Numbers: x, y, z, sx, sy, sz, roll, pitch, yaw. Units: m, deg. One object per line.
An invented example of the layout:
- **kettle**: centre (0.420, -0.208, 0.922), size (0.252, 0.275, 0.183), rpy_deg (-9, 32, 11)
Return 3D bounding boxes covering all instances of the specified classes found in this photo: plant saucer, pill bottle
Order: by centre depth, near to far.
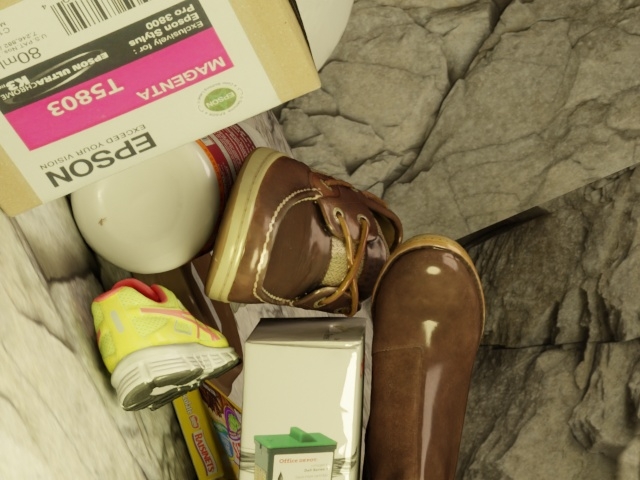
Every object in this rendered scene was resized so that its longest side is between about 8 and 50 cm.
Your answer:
- **pill bottle**: centre (-0.113, -0.046, 1.586), size (0.121, 0.121, 0.221), rpy_deg (67, 16, -2)
- **plant saucer**: centre (-0.134, 0.020, 1.780), size (0.278, 0.041, 0.278), rpy_deg (-22, 90, -86)

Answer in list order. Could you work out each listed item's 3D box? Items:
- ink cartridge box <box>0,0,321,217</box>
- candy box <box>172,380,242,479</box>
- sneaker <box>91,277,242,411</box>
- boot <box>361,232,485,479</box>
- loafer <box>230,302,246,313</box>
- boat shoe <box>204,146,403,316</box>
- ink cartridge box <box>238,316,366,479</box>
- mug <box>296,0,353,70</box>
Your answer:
- **ink cartridge box**: centre (-0.139, -0.137, 1.222), size (0.193, 0.234, 0.088), rpy_deg (60, 8, -51)
- **candy box**: centre (-0.083, 0.176, 1.659), size (0.206, 0.027, 0.105), rpy_deg (55, 16, -70)
- **sneaker**: centre (-0.119, 0.070, 1.437), size (0.094, 0.081, 0.208), rpy_deg (60, 1, 8)
- **boot**: centre (0.077, 0.144, 1.453), size (0.207, 0.090, 0.248), rpy_deg (-86, -179, -53)
- **loafer**: centre (-0.102, 0.054, 2.067), size (0.125, 0.039, 0.045), rpy_deg (7, 93, -82)
- **boat shoe**: centre (0.000, 0.000, 1.565), size (0.342, 0.123, 0.123), rpy_deg (-5, 111, -78)
- **ink cartridge box**: centre (-0.015, 0.175, 1.517), size (0.160, 0.092, 0.219), rpy_deg (-59, 151, -85)
- **mug**: centre (-0.098, -0.281, 1.607), size (0.328, 0.374, 0.276), rpy_deg (43, 42, -67)
